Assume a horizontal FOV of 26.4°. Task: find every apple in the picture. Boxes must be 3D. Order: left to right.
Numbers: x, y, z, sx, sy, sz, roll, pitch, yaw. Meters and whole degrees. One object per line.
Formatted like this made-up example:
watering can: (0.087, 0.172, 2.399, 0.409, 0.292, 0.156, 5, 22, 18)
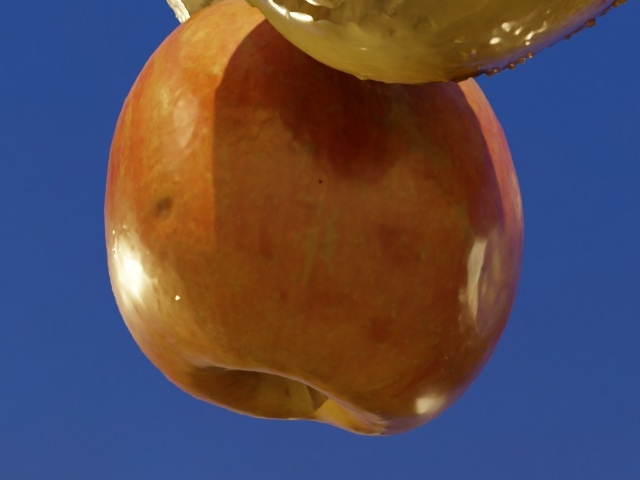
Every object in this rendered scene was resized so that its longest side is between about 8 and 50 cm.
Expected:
apple: (0.000, 0.000, 0.913, 0.302, 0.301, 0.301, 0, -51, 0)

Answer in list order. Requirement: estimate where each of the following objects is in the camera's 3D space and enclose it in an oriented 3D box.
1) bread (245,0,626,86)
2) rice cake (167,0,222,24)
bread: (0.064, -0.171, 0.713, 0.171, 0.314, 0.192, 23, -95, -46)
rice cake: (-0.175, -0.305, 1.092, 0.064, 0.070, 0.399, -37, -93, -1)
